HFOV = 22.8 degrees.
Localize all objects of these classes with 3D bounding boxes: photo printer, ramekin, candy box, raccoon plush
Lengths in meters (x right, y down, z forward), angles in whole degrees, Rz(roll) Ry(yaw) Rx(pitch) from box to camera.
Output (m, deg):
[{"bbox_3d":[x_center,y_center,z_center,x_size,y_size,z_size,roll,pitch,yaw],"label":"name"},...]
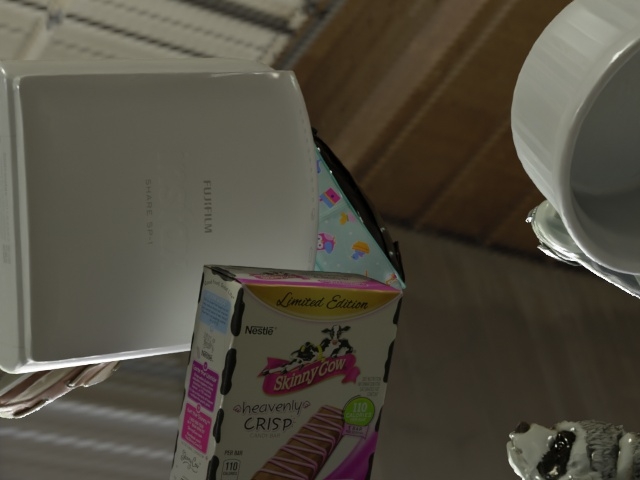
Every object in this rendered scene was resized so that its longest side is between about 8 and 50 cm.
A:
[{"bbox_3d":[-0.136,-0.029,1.364,0.308,0.256,0.107,-4,6,-35],"label":"photo printer"},{"bbox_3d":[0.314,-0.117,1.487,0.277,0.135,0.277,-12,-56,-19],"label":"ramekin"},{"bbox_3d":[-0.031,0.142,1.308,0.159,0.071,0.233,3,-81,-33],"label":"candy box"},{"bbox_3d":[0.330,0.425,1.936,0.299,0.216,0.446,-34,-70,-7],"label":"raccoon plush"}]

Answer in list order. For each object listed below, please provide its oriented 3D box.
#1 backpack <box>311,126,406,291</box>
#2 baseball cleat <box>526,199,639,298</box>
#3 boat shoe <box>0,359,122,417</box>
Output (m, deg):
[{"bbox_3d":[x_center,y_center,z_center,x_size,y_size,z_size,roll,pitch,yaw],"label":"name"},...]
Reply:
[{"bbox_3d":[0.000,0.000,1.656,0.144,0.188,0.166,-40,-15,-4],"label":"backpack"},{"bbox_3d":[0.311,0.014,1.650,0.206,0.072,0.109,33,-9,-4],"label":"baseball cleat"},{"bbox_3d":[-0.270,0.099,1.780,0.324,0.123,0.116,-27,-39,14],"label":"boat shoe"}]
